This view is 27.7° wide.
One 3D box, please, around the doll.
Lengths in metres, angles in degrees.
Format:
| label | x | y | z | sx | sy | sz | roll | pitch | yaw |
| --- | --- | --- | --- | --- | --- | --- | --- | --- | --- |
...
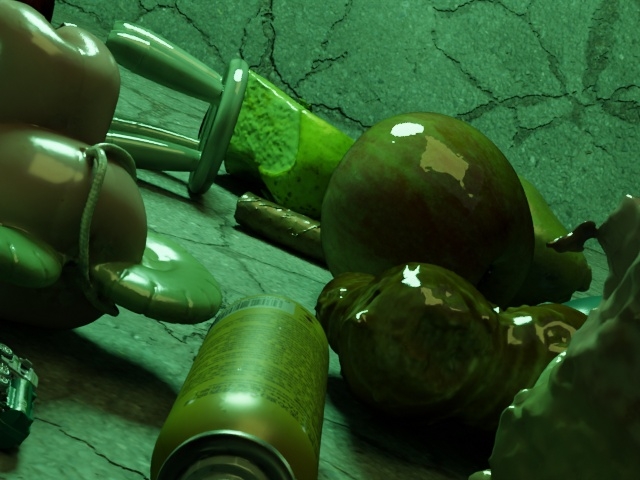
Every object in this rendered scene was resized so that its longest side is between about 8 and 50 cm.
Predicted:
| label | x | y | z | sx | sy | sz | roll | pitch | yaw |
| --- | --- | --- | --- | --- | --- | --- | --- | --- | --- |
| doll | -0.216 | -0.039 | 1.033 | 0.284 | 0.216 | 0.268 | 17 | 19 | -43 |

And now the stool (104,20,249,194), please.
| label | x | y | z | sx | sy | sz | roll | pitch | yaw |
| --- | --- | --- | --- | --- | --- | --- | --- | --- | --- |
| stool | -0.216 | -0.183 | 1.763 | 0.198 | 0.195 | 0.195 | 19 | 12 | -13 |

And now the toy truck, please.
| label | x | y | z | sx | sy | sz | roll | pitch | yaw |
| --- | --- | --- | --- | --- | --- | --- | --- | --- | --- |
| toy truck | -0.205 | 0.102 | 0.841 | 0.044 | 0.039 | 0.083 | 38 | 8 | -17 |

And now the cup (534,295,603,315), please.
| label | x | y | z | sx | sy | sz | roll | pitch | yaw |
| --- | --- | --- | --- | --- | --- | --- | --- | --- | --- |
| cup | 0.318 | 0.138 | 1.467 | 0.173 | 0.168 | 0.299 | 11 | -13 | -13 |

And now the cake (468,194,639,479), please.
| label | x | y | z | sx | sy | sz | roll | pitch | yaw |
| --- | --- | --- | --- | --- | --- | --- | --- | --- | --- |
| cake | 0.270 | 0.187 | 0.723 | 0.314 | 0.307 | 0.293 | 14 | 16 | -39 |

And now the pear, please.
| label | x | y | z | sx | sy | sz | roll | pitch | yaw |
| --- | --- | --- | --- | --- | --- | --- | --- | --- | --- |
| pear | -0.027 | -0.117 | 1.964 | 0.255 | 0.164 | 0.238 | 36 | 5 | 29 |

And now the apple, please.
| label | x | y | z | sx | sy | sz | roll | pitch | yaw |
| --- | --- | --- | --- | --- | --- | --- | --- | --- | --- |
| apple | 0.131 | -0.018 | 1.541 | 0.256 | 0.257 | 0.234 | 11 | 20 | -49 |

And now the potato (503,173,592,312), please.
| label | x | y | z | sx | sy | sz | roll | pitch | yaw |
| --- | --- | --- | --- | --- | --- | --- | --- | --- | --- |
| potato | 0.209 | -0.002 | 1.760 | 0.351 | 0.218 | 0.202 | 29 | 38 | 32 |

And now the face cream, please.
| label | x | y | z | sx | sy | sz | roll | pitch | yaw |
| --- | --- | --- | --- | --- | --- | --- | --- | --- | --- |
| face cream | -0.049 | 0.125 | 0.878 | 0.105 | 0.105 | 0.349 | 23 | 10 | -3 |

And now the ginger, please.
| label | x | y | z | sx | sy | sz | roll | pitch | yaw |
| --- | --- | --- | --- | --- | --- | --- | --- | --- | --- |
| ginger | 0.147 | 0.122 | 1.225 | 0.357 | 0.152 | 0.274 | 20 | -8 | -21 |

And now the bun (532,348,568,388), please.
| label | x | y | z | sx | sy | sz | roll | pitch | yaw |
| --- | --- | --- | --- | --- | --- | --- | --- | --- | --- |
| bun | 0.258 | 0.181 | 1.048 | 0.220 | 0.220 | 0.134 | 24 | -31 | 4 |

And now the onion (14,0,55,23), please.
| label | x | y | z | sx | sy | sz | roll | pitch | yaw |
| --- | --- | --- | --- | --- | --- | --- | --- | --- | --- |
| onion | -0.516 | -0.309 | 1.581 | 0.385 | 0.348 | 0.348 | -14 | 7 | 9 |

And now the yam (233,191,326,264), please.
| label | x | y | z | sx | sy | sz | roll | pitch | yaw |
| --- | --- | --- | --- | --- | --- | --- | --- | --- | --- |
| yam | 0.000 | 0.000 | 1.710 | 0.241 | 0.057 | 0.057 | 25 | 11 | -1 |
